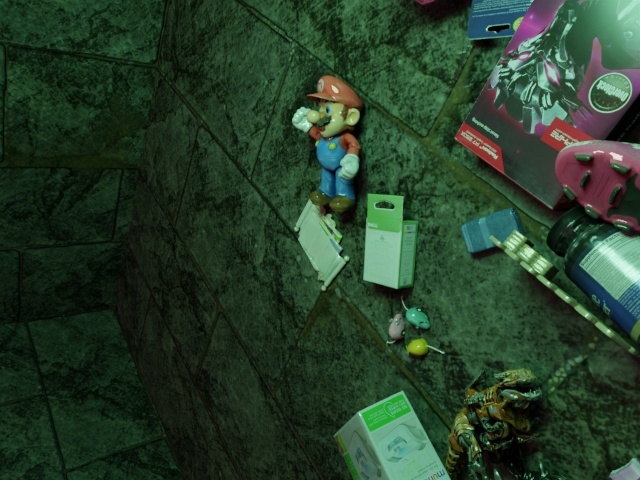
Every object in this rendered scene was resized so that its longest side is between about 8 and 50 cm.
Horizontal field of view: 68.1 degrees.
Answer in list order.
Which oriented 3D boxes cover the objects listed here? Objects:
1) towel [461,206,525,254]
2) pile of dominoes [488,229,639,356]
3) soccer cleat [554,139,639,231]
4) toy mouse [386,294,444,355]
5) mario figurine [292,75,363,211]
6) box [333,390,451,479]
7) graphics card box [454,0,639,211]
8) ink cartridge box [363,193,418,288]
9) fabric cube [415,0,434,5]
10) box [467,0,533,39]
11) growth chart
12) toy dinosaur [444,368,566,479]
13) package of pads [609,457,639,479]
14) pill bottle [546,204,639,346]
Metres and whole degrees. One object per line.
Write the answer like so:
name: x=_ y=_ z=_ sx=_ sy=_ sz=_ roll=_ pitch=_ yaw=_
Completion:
towel: x=0.333 y=-0.017 z=0.920 sx=0.119 sy=0.029 sz=0.067 roll=-24 pitch=76 yaw=50
pile of dominoes: x=0.394 y=0.074 z=0.745 sx=0.040 sy=0.196 sz=0.251 roll=-52 pitch=54 yaw=14
soccer cleat: x=0.496 y=-0.067 z=0.635 sx=0.331 sy=0.143 sz=0.116 roll=31 pitch=146 yaw=36
toy mouse: x=0.200 y=0.200 z=1.103 sx=0.161 sy=0.031 sz=0.143 roll=-21 pitch=78 yaw=49
mario figurine: x=0.009 y=-0.236 z=1.166 sx=0.197 sy=0.170 sz=0.321 roll=4 pitch=108 yaw=15
box: x=0.157 y=0.497 z=1.063 sx=0.231 sy=0.126 sz=0.262 roll=63 pitch=157 yaw=24
graphics card box: x=0.405 y=-0.260 z=0.754 sx=0.233 sy=0.094 sz=0.371 roll=50 pitch=128 yaw=33
ink cartridge box: x=0.163 y=-0.001 z=1.099 sx=0.109 sy=0.062 sz=0.210 roll=12 pitch=103 yaw=49
fabric cube: x=0.198 y=-0.619 z=0.786 sx=0.259 sy=0.254 sz=0.258 roll=-8 pitch=71 yaw=51
box: x=0.343 y=-0.478 z=0.845 sx=0.136 sy=0.036 sz=0.226 roll=22 pitch=109 yaw=48
growth chart: x=0.000 y=0.000 z=1.327 sx=0.172 sy=0.021 sz=0.237 roll=-49 pitch=58 yaw=41
toy dinosaur: x=0.334 y=0.385 z=0.912 sx=0.322 sy=0.164 sz=0.218 roll=89 pitch=162 yaw=-45
package of pads: x=0.512 y=0.396 z=0.751 sx=0.083 sy=0.031 sz=0.050 roll=54 pitch=131 yaw=31
pill bottle: x=0.449 y=0.046 z=0.702 sx=0.123 sy=0.122 sz=0.219 roll=-65 pitch=35 yaw=31
